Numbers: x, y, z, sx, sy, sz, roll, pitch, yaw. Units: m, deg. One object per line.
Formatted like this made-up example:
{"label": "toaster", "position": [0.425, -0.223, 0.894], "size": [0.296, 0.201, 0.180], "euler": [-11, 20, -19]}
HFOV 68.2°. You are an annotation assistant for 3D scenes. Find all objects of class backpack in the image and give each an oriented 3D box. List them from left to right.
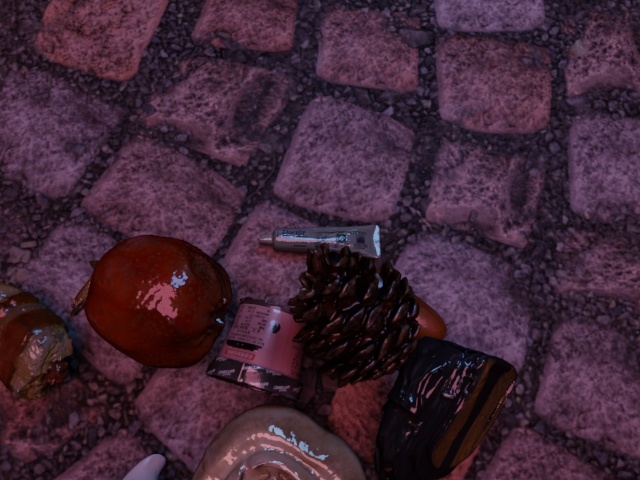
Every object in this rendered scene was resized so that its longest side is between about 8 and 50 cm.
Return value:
{"label": "backpack", "position": [0.171, 0.270, 0.720], "size": [0.133, 0.206, 0.258], "euler": [25, 88, 50]}

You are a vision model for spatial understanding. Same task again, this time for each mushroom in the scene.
{"label": "mushroom", "position": [-0.064, 0.364, 0.664], "size": [0.260, 0.234, 0.254], "euler": [-22, 75, -5]}

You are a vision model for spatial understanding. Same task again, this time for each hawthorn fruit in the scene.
{"label": "hawthorn fruit", "position": [-0.270, 0.088, 0.747], "size": [0.253, 0.205, 0.205], "euler": [17, 78, 12]}

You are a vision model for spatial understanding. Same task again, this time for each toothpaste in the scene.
{"label": "toothpaste", "position": [0.000, 0.000, 0.845], "size": [0.218, 0.041, 0.064], "euler": [1, 72, -4]}

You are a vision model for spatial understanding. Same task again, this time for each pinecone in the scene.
{"label": "pinecone", "position": [0.041, 0.107, 0.680], "size": [0.204, 0.179, 0.184], "euler": [32, 57, -28]}

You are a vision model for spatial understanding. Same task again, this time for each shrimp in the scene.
{"label": "shrimp", "position": [-0.389, 0.094, 0.828], "size": [0.059, 0.023, 0.108], "euler": [35, 80, -2]}

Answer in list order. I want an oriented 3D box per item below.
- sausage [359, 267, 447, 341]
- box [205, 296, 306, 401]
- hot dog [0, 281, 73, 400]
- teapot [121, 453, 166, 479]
{"label": "sausage", "position": [0.121, 0.109, 0.803], "size": [0.197, 0.076, 0.076], "euler": [37, 80, 9]}
{"label": "box", "position": [-0.090, 0.169, 0.753], "size": [0.151, 0.151, 0.135], "euler": [14, 70, 3]}
{"label": "hot dog", "position": [-0.491, 0.159, 0.777], "size": [0.213, 0.103, 0.146], "euler": [41, 102, 17]}
{"label": "teapot", "position": [-0.328, 0.454, 0.657], "size": [0.299, 0.208, 0.166], "euler": [-28, 54, -25]}
